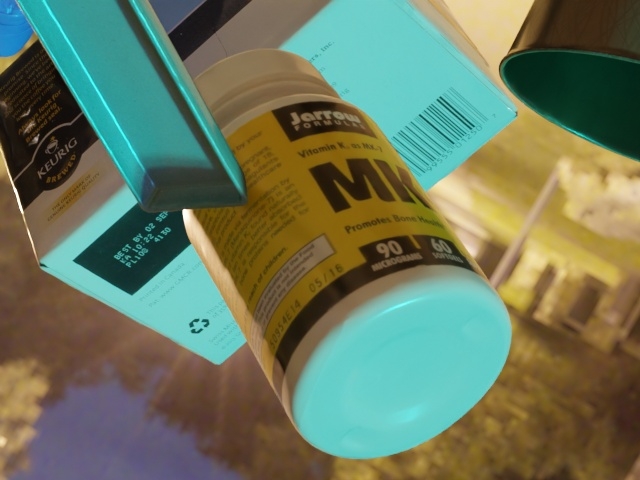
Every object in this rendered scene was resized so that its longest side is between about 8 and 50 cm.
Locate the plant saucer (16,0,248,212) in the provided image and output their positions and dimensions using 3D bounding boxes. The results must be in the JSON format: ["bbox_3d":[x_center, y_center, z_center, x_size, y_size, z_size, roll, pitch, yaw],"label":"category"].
[{"bbox_3d":[-0.097,-0.091,0.828,0.067,0.018,0.192,-3,129,35],"label":"plant saucer"}]

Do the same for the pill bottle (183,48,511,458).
[{"bbox_3d":[0.000,0.000,0.910,0.119,0.119,0.208,27,-158,-45],"label":"pill bottle"}]

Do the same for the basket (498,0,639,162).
[{"bbox_3d":[0.224,-0.169,1.006,0.204,0.226,0.154,21,167,-18],"label":"basket"}]

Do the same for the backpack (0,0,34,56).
[{"bbox_3d":[-0.241,-0.206,1.310,0.098,0.120,0.101,23,146,-2],"label":"backpack"}]

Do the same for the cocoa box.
[{"bbox_3d":[-0.065,-0.115,1.463,0.231,0.347,0.228,35,-160,-45],"label":"cocoa box"}]
